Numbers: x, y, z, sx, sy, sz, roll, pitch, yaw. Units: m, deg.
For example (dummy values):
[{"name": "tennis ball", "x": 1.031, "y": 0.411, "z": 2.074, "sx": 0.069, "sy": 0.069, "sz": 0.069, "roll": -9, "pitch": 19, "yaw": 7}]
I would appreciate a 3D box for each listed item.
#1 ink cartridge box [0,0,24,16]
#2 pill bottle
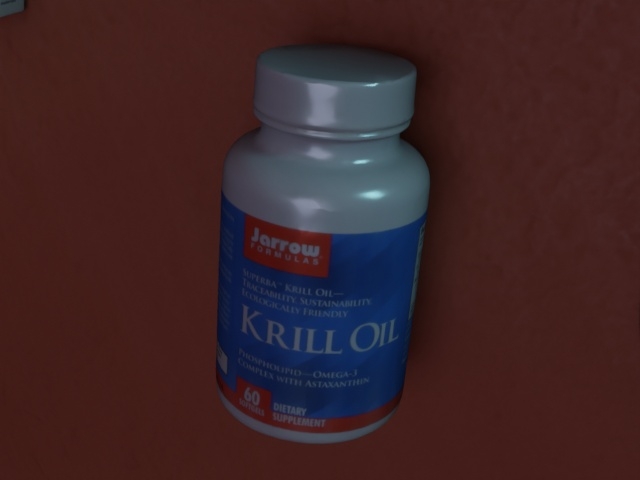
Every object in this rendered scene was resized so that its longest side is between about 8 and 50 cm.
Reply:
[{"name": "ink cartridge box", "x": -0.263, "y": -0.239, "z": 0.601, "sx": 0.127, "sy": 0.072, "sz": 0.175, "roll": 16, "pitch": 117, "yaw": 15}, {"name": "pill bottle", "x": 0.000, "y": 0.000, "z": 0.572, "sx": 0.124, "sy": 0.124, "sz": 0.221, "roll": 11, "pitch": 116, "yaw": 17}]
